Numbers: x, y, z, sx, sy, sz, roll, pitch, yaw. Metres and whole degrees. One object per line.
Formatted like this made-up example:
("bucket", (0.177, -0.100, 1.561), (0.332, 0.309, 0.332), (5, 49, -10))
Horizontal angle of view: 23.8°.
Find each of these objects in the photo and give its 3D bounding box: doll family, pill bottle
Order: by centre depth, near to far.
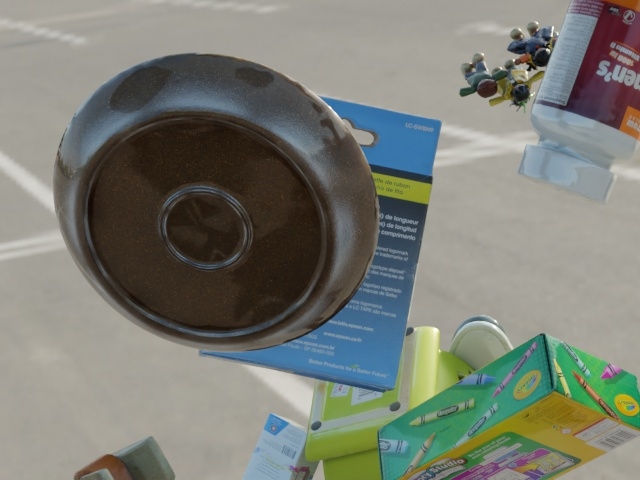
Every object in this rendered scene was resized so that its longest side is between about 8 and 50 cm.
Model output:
("pill bottle", (0.292, -0.156, 1.602), (0.121, 0.221, 0.121), (20, 2, -1))
("doll family", (0.271, -0.221, 1.938), (0.193, 0.076, 0.111), (-35, 25, 8))

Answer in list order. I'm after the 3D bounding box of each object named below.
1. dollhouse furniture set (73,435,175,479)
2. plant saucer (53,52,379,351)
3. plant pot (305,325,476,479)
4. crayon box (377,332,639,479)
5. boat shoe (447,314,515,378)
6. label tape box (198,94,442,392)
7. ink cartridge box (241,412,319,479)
("dollhouse furniture set", (-0.205, 0.321, 1.196), (0.135, 0.259, 0.262), (-27, 2, 46))
("plant saucer", (-0.102, -0.019, 1.398), (0.310, 0.311, 0.050), (-5, 27, 11))
("plant pot", (0.108, 0.263, 2.188), (0.227, 0.207, 0.228), (-16, 38, 24))
("crayon box", (0.220, 0.224, 1.790), (0.165, 0.081, 0.278), (25, -45, -35))
("boat shoe", (0.258, 0.207, 2.338), (0.116, 0.319, 0.099), (-4, 47, 14))
("label tape box", (0.000, 0.000, 1.861), (0.240, 0.334, 0.106), (12, -8, -2))
("ink cartridge box", (-0.055, 0.329, 2.239), (0.088, 0.122, 0.052), (23, -2, 43))
